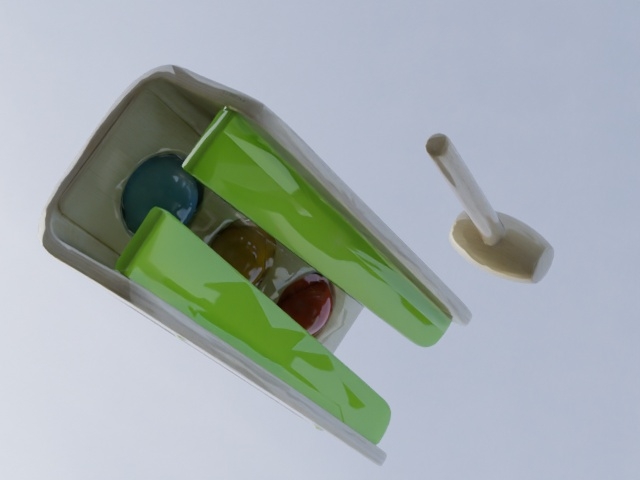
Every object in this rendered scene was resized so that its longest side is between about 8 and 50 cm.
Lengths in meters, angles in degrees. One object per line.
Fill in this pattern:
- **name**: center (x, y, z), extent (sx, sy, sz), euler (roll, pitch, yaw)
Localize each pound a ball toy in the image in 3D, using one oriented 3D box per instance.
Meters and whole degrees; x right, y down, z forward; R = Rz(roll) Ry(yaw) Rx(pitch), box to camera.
- **pound a ball toy**: center (0.000, 0.000, 0.662), extent (0.135, 0.319, 0.208), euler (26, -101, 42)
